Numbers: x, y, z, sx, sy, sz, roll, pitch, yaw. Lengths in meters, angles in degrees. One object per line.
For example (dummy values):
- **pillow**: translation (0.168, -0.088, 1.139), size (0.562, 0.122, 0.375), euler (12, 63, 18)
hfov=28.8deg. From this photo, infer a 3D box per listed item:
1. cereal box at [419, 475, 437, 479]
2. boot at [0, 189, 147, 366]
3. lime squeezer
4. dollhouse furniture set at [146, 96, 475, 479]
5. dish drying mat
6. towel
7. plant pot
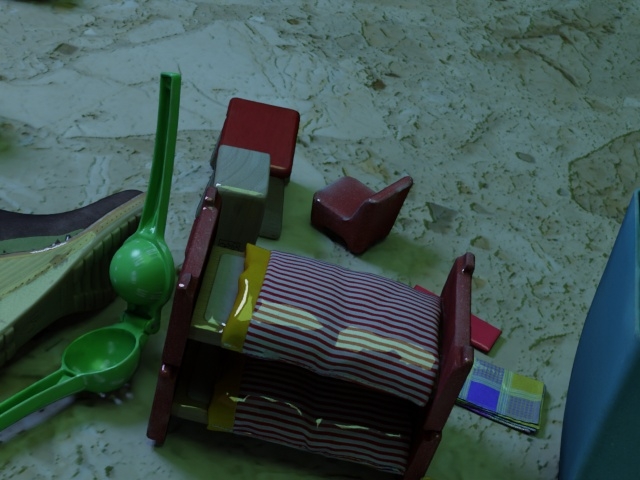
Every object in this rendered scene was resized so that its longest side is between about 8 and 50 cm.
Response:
- **cereal box**: translation (0.102, 0.244, 0.737), size (0.173, 0.047, 0.240), euler (24, 24, 12)
- **boot**: translation (-0.259, -0.013, 0.935), size (0.206, 0.090, 0.248), euler (33, 43, 17)
- **lime squeezer**: translation (-0.156, 0.035, 0.879), size (0.110, 0.310, 0.058), euler (38, -17, -32)
- **dollhouse furniture set**: translation (0.000, 0.000, 0.966), size (0.201, 0.152, 0.374), euler (13, 37, -5)
- **dish drying mat**: translation (0.110, 0.066, 1.045), size (0.083, 0.008, 0.032), euler (29, 39, 14)
- **towel**: translation (0.138, 0.118, 0.987), size (0.083, 0.009, 0.060), euler (22, 38, 6)
- **plant pot**: translation (0.247, 0.121, 0.838), size (0.165, 0.234, 0.166), euler (18, 38, 1)
